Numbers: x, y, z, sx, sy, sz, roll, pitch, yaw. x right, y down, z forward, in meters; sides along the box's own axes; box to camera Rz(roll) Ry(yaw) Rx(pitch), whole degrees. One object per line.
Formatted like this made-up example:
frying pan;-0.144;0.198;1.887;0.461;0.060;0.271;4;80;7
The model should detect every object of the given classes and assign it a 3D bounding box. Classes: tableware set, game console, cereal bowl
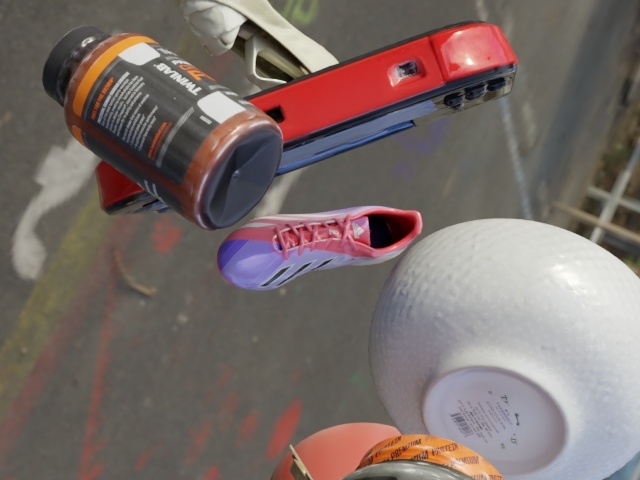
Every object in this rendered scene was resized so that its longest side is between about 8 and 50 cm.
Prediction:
tableware set;0.012;0.299;1.599;0.020;0.141;0.169;-35;147;-2
game console;-0.002;-0.100;1.380;0.342;0.386;0.060;19;53;-82
cereal bowl;0.205;0.152;1.575;0.141;0.339;0.339;-63;167;-50

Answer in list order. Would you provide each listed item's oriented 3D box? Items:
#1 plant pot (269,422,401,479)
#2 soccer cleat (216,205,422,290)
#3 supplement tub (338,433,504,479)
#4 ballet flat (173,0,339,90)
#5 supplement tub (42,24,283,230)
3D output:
plant pot;0.048;0.409;1.884;0.243;0.275;0.275;-79;-174;-68
soccer cleat;0.000;0.000;1.614;0.248;0.083;0.095;-8;169;-37
supplement tub;0.061;0.348;1.321;0.338;0.207;0.207;-62;165;-50
ballet flat;-0.075;-0.212;1.517;0.248;0.086;0.086;33;79;-28
supplement tub;-0.132;-0.098;1.169;0.106;0.198;0.106;-42;153;-28
